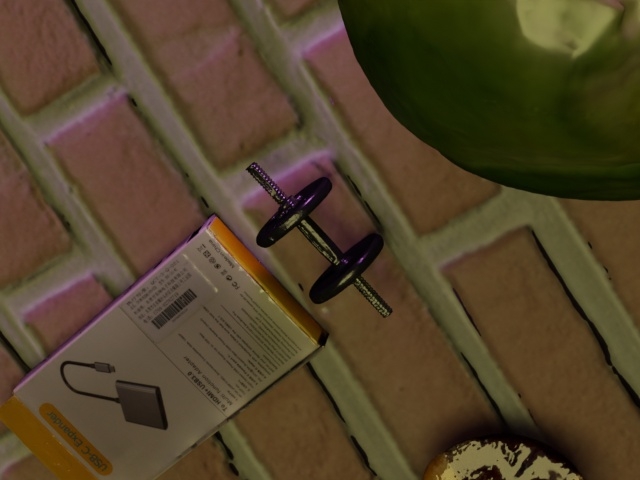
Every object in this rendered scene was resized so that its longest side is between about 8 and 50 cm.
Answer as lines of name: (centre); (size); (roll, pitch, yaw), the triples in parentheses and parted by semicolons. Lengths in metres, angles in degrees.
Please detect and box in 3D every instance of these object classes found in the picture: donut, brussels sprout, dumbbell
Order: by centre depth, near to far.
brussels sprout: (0.180, -0.162, 0.909); (0.371, 0.315, 0.276); (3, 88, -18)
dumbbell: (0.000, 0.000, 1.123); (0.069, 0.069, 0.147); (-39, 100, 22)
donut: (0.138, 0.207, 1.173); (0.140, 0.059, 0.140); (1, 95, 13)

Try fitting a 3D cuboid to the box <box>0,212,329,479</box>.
box: (-0.125, 0.100, 1.207); (0.247, 0.033, 0.129); (-38, 101, 22)
